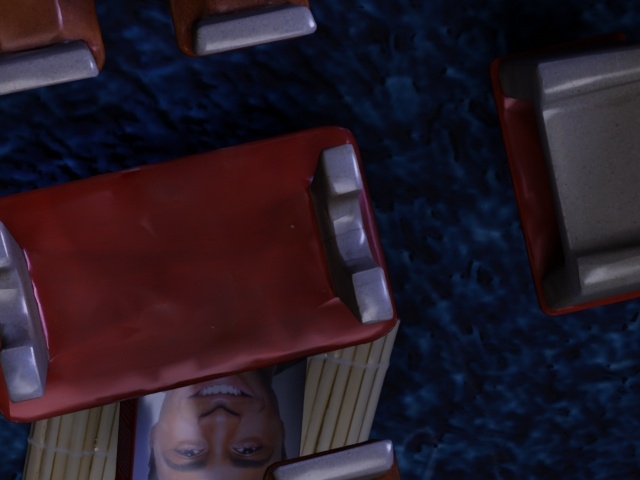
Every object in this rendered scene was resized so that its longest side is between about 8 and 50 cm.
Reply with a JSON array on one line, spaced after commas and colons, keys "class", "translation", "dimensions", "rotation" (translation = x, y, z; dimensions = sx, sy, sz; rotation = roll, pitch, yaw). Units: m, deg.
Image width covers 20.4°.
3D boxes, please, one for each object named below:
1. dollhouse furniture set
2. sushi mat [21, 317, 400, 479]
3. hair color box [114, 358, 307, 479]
[{"class": "dollhouse furniture set", "translation": [0.000, 0.000, 0.656], "dimensions": [0.259, 0.135, 0.262], "rotation": [-12, 90, -5]}, {"class": "sushi mat", "translation": [-0.069, 0.156, 0.822], "dimensions": [0.151, 0.019, 0.316], "rotation": [6, 118, -13]}, {"class": "hair color box", "translation": [-0.043, 0.052, 0.720], "dimensions": [0.072, 0.043, 0.141], "rotation": [2, 97, -16]}]
